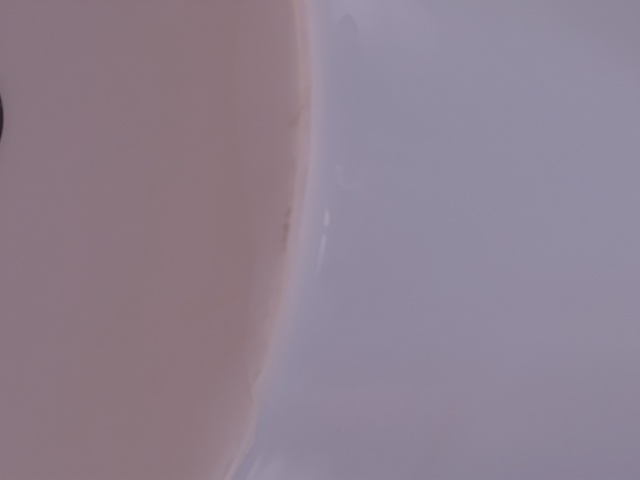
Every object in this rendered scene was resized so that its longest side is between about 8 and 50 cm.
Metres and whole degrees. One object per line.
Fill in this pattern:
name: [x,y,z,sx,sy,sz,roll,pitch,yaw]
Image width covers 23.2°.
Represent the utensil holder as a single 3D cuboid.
utensil holder: [0.000,0.000,0.580,0.385,0.327,0.328,12,69,-51]
